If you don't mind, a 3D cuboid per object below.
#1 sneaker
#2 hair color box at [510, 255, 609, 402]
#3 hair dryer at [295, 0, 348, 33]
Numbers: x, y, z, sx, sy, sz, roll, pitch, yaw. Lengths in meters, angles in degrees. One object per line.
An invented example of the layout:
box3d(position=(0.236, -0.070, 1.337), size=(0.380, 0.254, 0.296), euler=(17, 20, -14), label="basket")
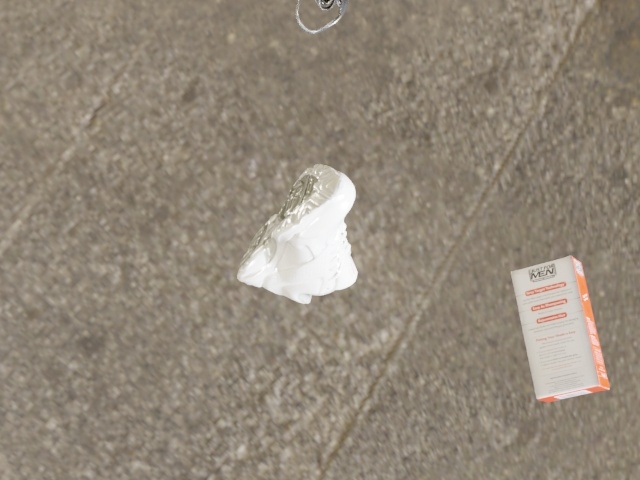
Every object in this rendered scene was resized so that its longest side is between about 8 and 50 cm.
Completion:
box3d(position=(0.000, 0.000, 1.281), size=(0.115, 0.232, 0.090), euler=(30, 60, -9), label="sneaker")
box3d(position=(0.253, 0.094, 1.259), size=(0.072, 0.043, 0.141), euler=(-16, 72, 24), label="hair color box")
box3d(position=(0.036, -0.484, 1.839), size=(0.293, 0.223, 0.080), euler=(-45, 59, -7), label="hair dryer")
